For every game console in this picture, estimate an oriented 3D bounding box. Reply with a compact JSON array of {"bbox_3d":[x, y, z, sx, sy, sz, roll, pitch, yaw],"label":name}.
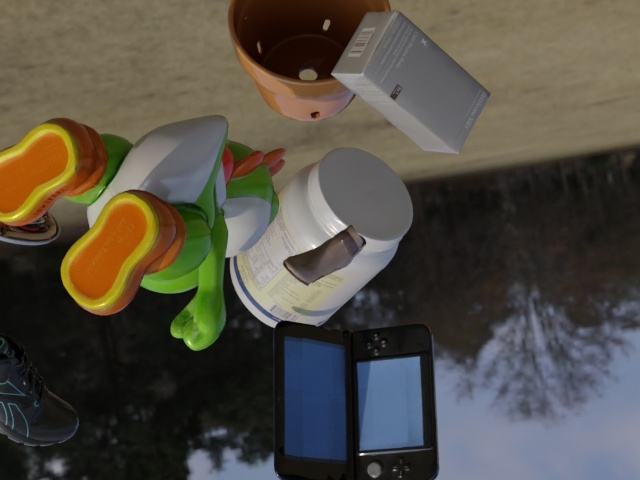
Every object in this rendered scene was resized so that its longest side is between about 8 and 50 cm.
[{"bbox_3d":[0.064,0.285,2.076,0.250,0.293,0.173,-9,160,22],"label":"game console"}]

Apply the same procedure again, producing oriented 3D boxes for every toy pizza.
[{"bbox_3d":[-0.514,-0.054,1.878,0.201,0.032,0.201,23,-163,-7],"label":"toy pizza"}]

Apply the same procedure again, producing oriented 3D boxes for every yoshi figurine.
[{"bbox_3d":[-0.156,-0.008,1.052,0.203,0.204,0.362,2,-177,19],"label":"yoshi figurine"}]

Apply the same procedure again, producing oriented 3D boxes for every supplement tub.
[{"bbox_3d":[0.000,0.000,2.151,0.235,0.235,0.325,-13,157,-41],"label":"supplement tub"}]

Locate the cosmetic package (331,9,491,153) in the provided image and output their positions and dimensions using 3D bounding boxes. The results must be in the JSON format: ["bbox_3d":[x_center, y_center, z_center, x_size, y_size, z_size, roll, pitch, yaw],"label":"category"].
[{"bbox_3d":[0.148,-0.252,1.880,0.238,0.127,0.107,32,170,-29],"label":"cosmetic package"}]

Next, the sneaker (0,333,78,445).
[{"bbox_3d":[-0.435,0.200,1.615,0.106,0.267,0.101,-46,-144,15],"label":"sneaker"}]

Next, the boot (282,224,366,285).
[{"bbox_3d":[0.008,0.014,1.387,0.087,0.042,0.118,-39,167,9],"label":"boot"}]

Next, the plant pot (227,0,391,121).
[{"bbox_3d":[-0.020,-0.354,2.144,0.291,0.291,0.203,-11,155,-6],"label":"plant pot"}]
